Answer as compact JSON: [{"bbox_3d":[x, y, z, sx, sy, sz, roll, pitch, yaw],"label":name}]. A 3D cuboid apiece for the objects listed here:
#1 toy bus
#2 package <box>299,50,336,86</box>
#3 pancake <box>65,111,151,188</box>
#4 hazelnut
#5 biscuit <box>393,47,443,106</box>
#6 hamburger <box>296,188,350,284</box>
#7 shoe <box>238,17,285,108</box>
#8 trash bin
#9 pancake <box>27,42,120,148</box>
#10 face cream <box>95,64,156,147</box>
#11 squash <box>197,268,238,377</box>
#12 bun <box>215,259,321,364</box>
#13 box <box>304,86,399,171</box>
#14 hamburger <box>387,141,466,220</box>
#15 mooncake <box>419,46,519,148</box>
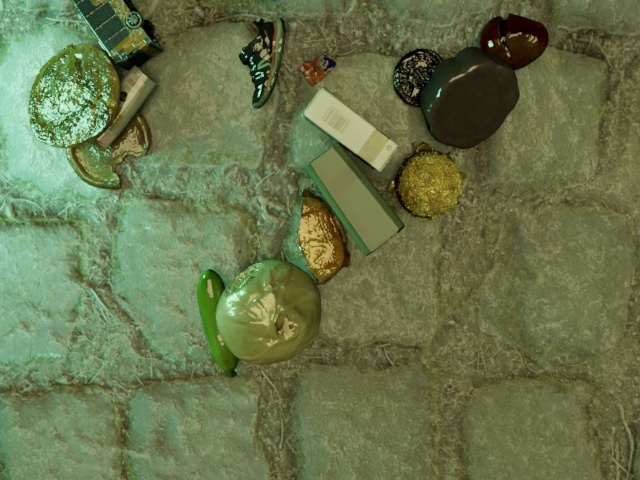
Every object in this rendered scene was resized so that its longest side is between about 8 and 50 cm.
[{"bbox_3d":[-0.636,-0.684,1.742,0.167,0.138,0.275,-35,97,5],"label":"toy bus"},{"bbox_3d":[-0.008,-0.570,1.829,0.110,0.033,0.077,-34,122,17],"label":"package"},{"bbox_3d":[-0.703,-0.312,1.849,0.288,0.033,0.286,-10,98,0],"label":"pancake"},{"bbox_3d":[0.617,-0.634,1.773,0.203,0.178,0.178,-5,100,27],"label":"hazelnut"},{"bbox_3d":[0.332,-0.535,1.832,0.194,0.053,0.195,0,100,-1],"label":"biscuit"},{"bbox_3d":[0.000,0.000,1.854,0.245,0.155,0.282,21,93,-9],"label":"hamburger"},{"bbox_3d":[-0.195,-0.573,1.780,0.137,0.114,0.291,10,96,-8],"label":"shoe"},{"bbox_3d":[0.105,-0.144,1.807,0.158,0.223,0.344,-35,95,4],"label":"trash bin"},{"bbox_3d":[-0.775,-0.456,1.751,0.355,0.065,0.357,0,89,20],"label":"pancake"},{"bbox_3d":[-0.642,-0.428,1.783,0.107,0.073,0.269,42,95,3],"label":"face cream"},{"bbox_3d":[-0.351,0.285,1.911,0.107,0.107,0.396,-11,101,0],"label":"squash"},{"bbox_3d":[-0.152,0.247,1.826,0.363,0.202,0.365,-4,100,-19],"label":"bun"},{"bbox_3d":[0.092,-0.350,1.779,0.299,0.200,0.106,37,97,-7],"label":"box"},{"bbox_3d":[0.358,-0.192,1.842,0.261,0.139,0.243,32,97,-7],"label":"hamburger"},{"bbox_3d":[0.460,-0.447,1.751,0.305,0.154,0.306,-5,130,-6],"label":"mooncake"}]
